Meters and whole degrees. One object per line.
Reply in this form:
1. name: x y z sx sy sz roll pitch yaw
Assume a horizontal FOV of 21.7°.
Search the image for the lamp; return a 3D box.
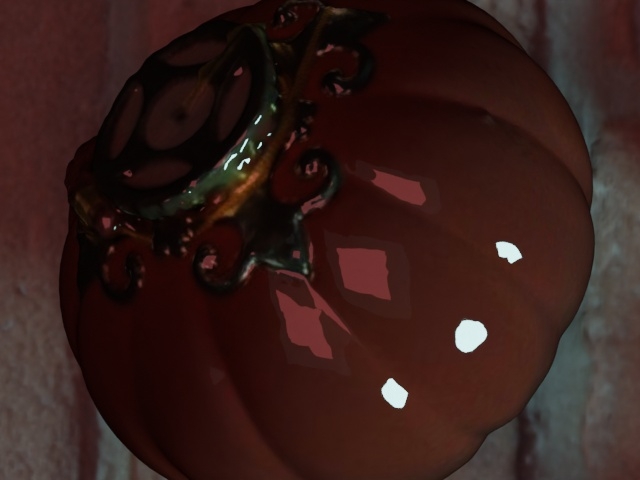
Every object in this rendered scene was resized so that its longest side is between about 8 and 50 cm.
1. lamp: 0.000 0.000 0.898 0.303 0.257 0.303 -22 48 27
